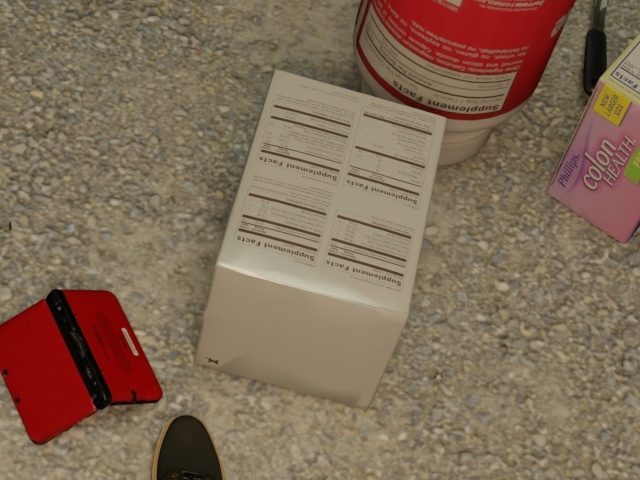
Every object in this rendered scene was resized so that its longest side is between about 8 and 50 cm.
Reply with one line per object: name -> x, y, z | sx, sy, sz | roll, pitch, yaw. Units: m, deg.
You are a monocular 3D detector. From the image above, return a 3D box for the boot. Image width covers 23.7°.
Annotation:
boot -> -0.119, 0.235, 1.467 | 0.076, 0.137, 0.198 | 0, 55, -12

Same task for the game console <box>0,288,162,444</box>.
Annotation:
game console -> -0.254, 0.130, 1.587 | 0.124, 0.085, 0.144 | 3, 49, -49

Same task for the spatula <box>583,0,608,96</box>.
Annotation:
spatula -> 0.367, -0.293, 1.999 | 0.084, 0.030, 0.296 | 15, 54, -4

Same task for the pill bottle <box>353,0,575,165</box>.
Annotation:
pill bottle -> 0.163, -0.271, 1.708 | 0.229, 0.408, 0.229 | 6, 56, -8

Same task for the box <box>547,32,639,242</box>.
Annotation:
box -> 0.402, -0.158, 1.800 | 0.117, 0.213, 0.243 | 36, 56, 13

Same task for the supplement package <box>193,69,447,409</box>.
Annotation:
supplement package -> 0.000, 0.000, 1.615 | 0.198, 0.199, 0.263 | 15, 54, -2
